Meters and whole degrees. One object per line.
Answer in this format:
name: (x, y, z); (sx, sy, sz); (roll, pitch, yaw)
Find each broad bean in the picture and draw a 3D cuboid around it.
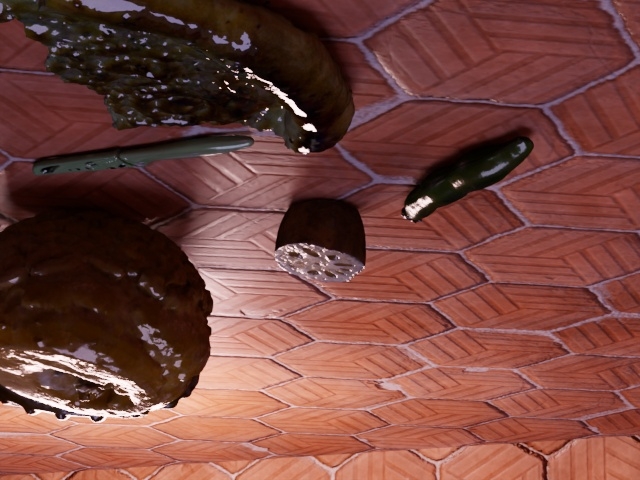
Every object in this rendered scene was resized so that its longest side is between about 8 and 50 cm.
broad bean: (0.156, -0.067, 1.882); (0.060, 0.043, 0.297); (-1, 166, -28)

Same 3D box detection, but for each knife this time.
knife: (-0.209, -0.097, 1.853); (0.293, 0.020, 0.043); (-5, 162, 21)

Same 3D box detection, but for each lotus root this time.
lotus root: (-0.003, -0.001, 2.032); (0.112, 0.081, 0.122); (11, 160, -21)

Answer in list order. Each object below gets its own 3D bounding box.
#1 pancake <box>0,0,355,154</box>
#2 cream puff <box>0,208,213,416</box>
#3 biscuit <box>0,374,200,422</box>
pancake: (-0.142, -0.168, 1.563); (0.304, 0.067, 0.427); (-4, 163, 20)
cream puff: (-0.303, 0.084, 2.061); (0.343, 0.231, 0.327); (-6, 153, 37)
biscuit: (-0.331, 0.170, 2.326); (0.332, 0.103, 0.332); (3, -166, -1)
